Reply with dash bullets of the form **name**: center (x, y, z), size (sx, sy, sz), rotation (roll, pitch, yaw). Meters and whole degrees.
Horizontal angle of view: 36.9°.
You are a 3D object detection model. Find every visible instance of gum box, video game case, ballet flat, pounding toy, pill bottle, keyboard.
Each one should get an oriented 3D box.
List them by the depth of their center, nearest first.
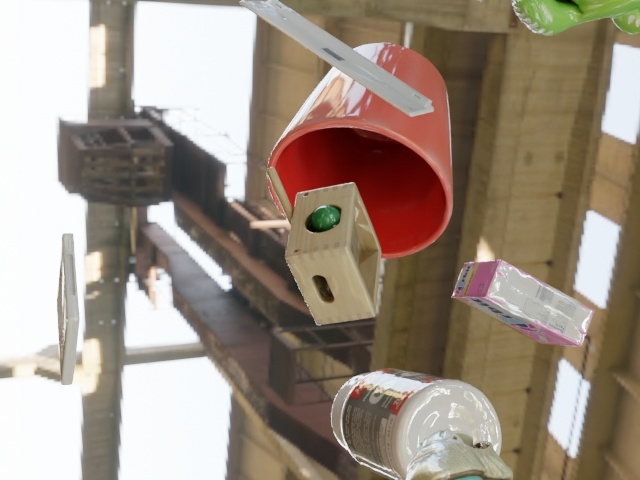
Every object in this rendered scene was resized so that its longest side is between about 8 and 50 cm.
- **ballet flat**: center (0.092, 0.160, 0.683), size (0.057, 0.168, 0.052), rotation (-30, -115, 13)
- **pounding toy**: center (0.000, 0.000, 1.085), size (0.130, 0.100, 0.141), rotation (-81, 155, -47)
- **keyboard**: center (0.018, -0.217, 1.128), size (0.256, 0.072, 0.014), rotation (36, -58, 17)
- **pill bottle**: center (0.126, 0.271, 1.400), size (0.283, 0.161, 0.161), rotation (173, -87, -70)
- **gum box**: center (0.309, 0.098, 1.449), size (0.062, 0.188, 0.107), rotation (-66, -164, -12)
- **video game case**: center (-0.436, 0.119, 1.652), size (0.201, 0.023, 0.183), rotation (110, -28, -47)

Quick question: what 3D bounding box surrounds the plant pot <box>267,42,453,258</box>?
- **plant pot**: center (0.080, -0.149, 1.447), size (0.275, 0.275, 0.243), rotation (118, -8, -48)

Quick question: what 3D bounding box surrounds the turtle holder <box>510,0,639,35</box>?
- **turtle holder**: center (0.366, -0.419, 1.313), size (0.243, 0.320, 0.227), rotation (-106, 172, -55)
